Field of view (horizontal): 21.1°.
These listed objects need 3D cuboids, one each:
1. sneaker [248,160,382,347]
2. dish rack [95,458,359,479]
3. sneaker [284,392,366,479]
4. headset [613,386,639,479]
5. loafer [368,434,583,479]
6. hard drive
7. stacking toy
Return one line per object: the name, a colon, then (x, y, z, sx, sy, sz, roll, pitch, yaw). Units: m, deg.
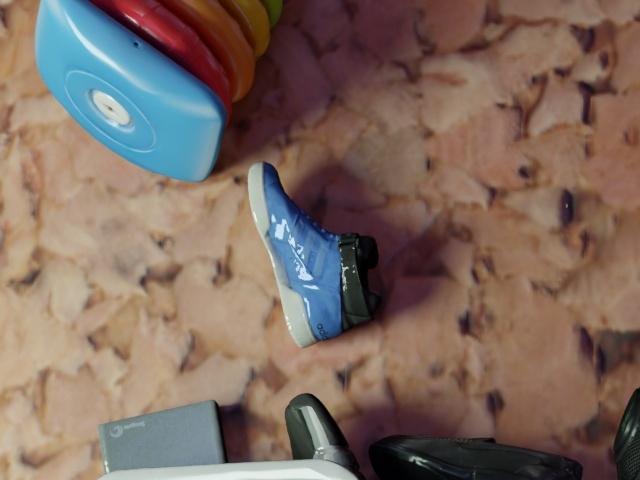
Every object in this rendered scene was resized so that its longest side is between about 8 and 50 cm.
sneaker: (0.000, 0.000, 1.336, 0.085, 0.058, 0.152, -19, 73, 8)
dish rack: (-0.059, 0.321, 1.166, 0.286, 0.072, 0.332, -9, 74, 38)
sneaker: (-0.017, 0.232, 1.246, 0.132, 0.086, 0.228, -23, 70, 3)
headset: (0.293, 0.199, 1.206, 0.394, 0.185, 0.243, -37, 72, -21)
loafer: (0.112, 0.171, 1.249, 0.170, 0.062, 0.061, 14, 43, 36)
hard drive: (-0.113, 0.196, 1.305, 0.094, 0.022, 0.135, -13, 69, 4)
stacking toy: (-0.082, -0.211, 1.389, 0.175, 0.166, 0.302, 35, 67, 3)
